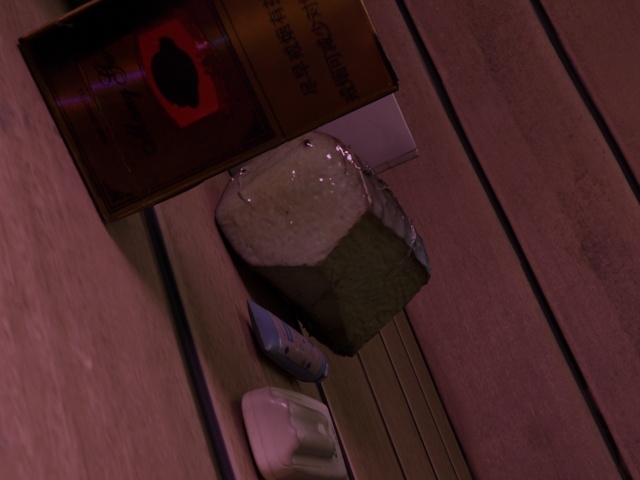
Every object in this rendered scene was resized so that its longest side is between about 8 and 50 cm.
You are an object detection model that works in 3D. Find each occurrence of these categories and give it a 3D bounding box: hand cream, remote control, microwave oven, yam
[{"bbox_3d":[-0.035,0.119,0.985,0.170,0.043,0.065,46,16,-57],"label":"hand cream"},{"bbox_3d":[-0.016,0.188,0.862,0.230,0.049,0.090,50,20,-70],"label":"remote control"},{"bbox_3d":[-0.014,-0.162,1.237,0.145,0.240,0.194,-93,158,-68],"label":"microwave oven"},{"bbox_3d":[-0.001,-0.005,1.091,0.201,0.202,0.271,45,-1,25],"label":"yam"}]

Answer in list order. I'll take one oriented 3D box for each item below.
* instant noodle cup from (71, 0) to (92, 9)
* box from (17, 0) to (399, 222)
[{"bbox_3d":[-0.202,-0.259,0.872,0.157,0.070,0.179,62,9,-18],"label":"instant noodle cup"},{"bbox_3d":[-0.080,-0.132,0.668,0.071,0.240,0.159,-70,136,-79],"label":"box"}]
